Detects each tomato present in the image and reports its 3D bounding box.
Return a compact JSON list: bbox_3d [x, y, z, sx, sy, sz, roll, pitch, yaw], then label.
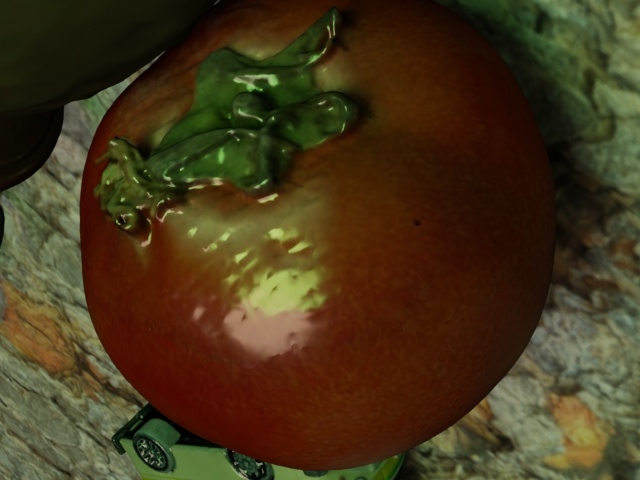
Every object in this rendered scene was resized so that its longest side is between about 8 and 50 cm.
[{"bbox_3d":[0.000,0.000,0.733,0.321,0.321,0.321,22,133,25],"label":"tomato"}]

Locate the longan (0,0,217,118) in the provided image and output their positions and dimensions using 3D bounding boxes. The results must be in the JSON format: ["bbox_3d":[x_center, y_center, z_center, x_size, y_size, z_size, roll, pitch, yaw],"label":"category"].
[{"bbox_3d":[-0.201,-0.277,0.584,0.404,0.404,0.435,8,105,35],"label":"longan"}]

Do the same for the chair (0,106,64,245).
[{"bbox_3d":[-0.384,-0.075,1.030,0.226,0.226,0.401,44,138,2],"label":"chair"}]

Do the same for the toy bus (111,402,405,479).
[{"bbox_3d":[-0.045,0.209,1.039,0.276,0.133,0.164,-3,118,42],"label":"toy bus"}]
